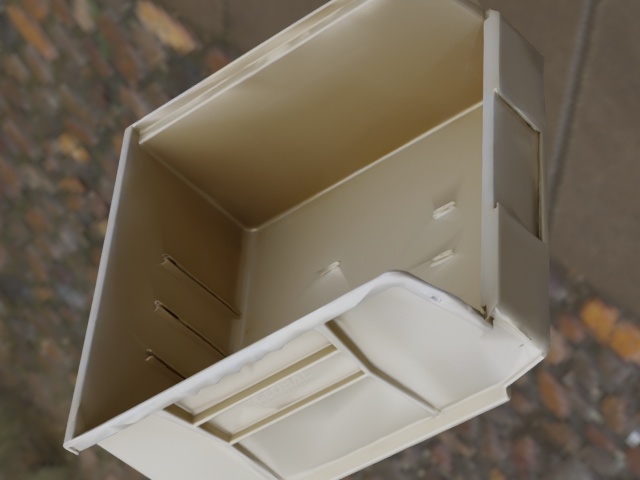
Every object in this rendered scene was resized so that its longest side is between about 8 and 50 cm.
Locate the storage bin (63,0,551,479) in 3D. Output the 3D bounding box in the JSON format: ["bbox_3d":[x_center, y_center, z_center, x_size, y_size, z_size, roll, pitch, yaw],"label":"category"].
[{"bbox_3d":[0.000,0.000,1.109,0.260,0.262,0.123,-29,126,31],"label":"storage bin"}]
